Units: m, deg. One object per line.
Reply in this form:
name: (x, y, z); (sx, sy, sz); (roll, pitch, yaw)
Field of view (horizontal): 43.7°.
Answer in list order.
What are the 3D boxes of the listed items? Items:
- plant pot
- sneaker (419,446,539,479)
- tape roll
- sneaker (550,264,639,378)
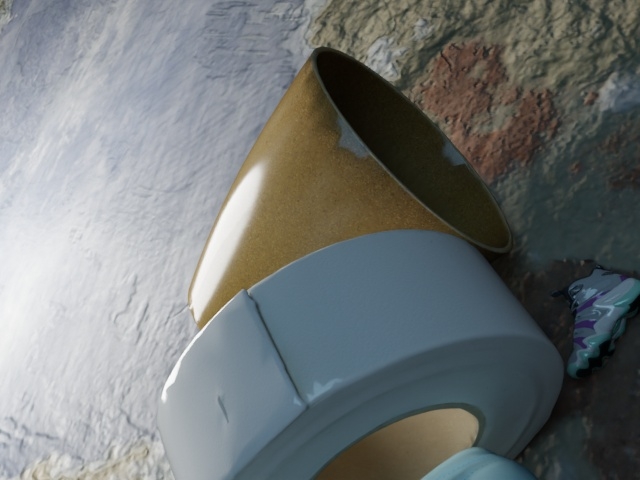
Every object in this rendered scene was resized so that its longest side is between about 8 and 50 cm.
plant pot: (0.000, 0.000, 0.728); (0.254, 0.237, 0.237); (-45, 49, 22)
sneaker: (0.011, 0.276, 0.517); (0.366, 0.135, 0.150); (-36, 22, 1)
tape roll: (0.030, 0.127, 0.582); (0.286, 0.286, 0.100); (-38, 52, 9)
sneaker: (0.217, 0.063, 0.664); (0.098, 0.038, 0.069); (-48, 48, -12)
